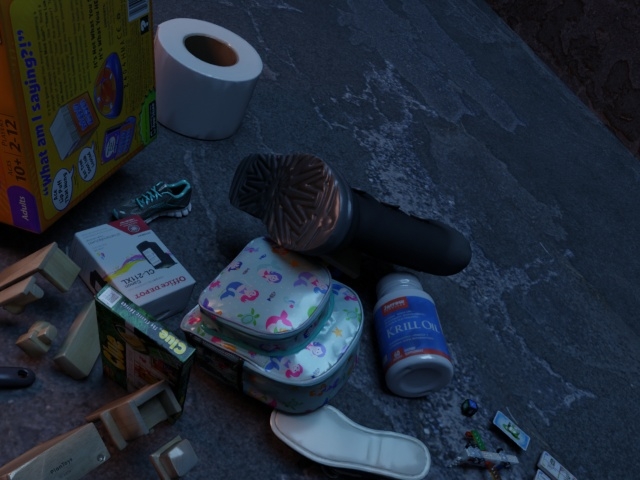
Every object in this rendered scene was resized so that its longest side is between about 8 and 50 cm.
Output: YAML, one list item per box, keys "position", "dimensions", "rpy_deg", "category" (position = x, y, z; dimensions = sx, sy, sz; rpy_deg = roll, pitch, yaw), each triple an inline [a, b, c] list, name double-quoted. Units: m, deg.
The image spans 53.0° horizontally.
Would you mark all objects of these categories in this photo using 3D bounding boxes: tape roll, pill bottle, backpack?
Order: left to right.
- position: [-0.275, -0.373, 1.485]
  dimensions: [0.246, 0.169, 0.246]
  rpy_deg: [17, 40, -15]
  category: "tape roll"
- position: [-0.060, 0.131, 0.998]
  dimensions: [0.253, 0.191, 0.225]
  rpy_deg: [29, 51, 16]
  category: "backpack"
- position: [0.164, 0.168, 1.202]
  dimensions: [0.124, 0.124, 0.222]
  rpy_deg: [13, 41, -20]
  category: "pill bottle"

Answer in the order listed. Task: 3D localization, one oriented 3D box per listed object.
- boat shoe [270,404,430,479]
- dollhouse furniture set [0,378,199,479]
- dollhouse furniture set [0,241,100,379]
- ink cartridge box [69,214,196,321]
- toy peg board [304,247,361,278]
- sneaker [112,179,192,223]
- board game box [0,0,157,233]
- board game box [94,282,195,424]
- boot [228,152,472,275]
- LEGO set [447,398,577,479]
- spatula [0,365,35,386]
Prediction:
- position: [0.041, 0.316, 0.994]
  dimensions: [0.254, 0.079, 0.095]
  rpy_deg: [14, 56, -6]
  category: "boat shoe"
- position: [-0.248, 0.400, 0.751]
  dimensions: [0.303, 0.173, 0.356]
  rpy_deg: [-29, 91, -49]
  category: "dollhouse furniture set"
- position: [-0.418, 0.120, 0.968]
  dimensions: [0.151, 0.123, 0.144]
  rpy_deg: [53, 29, -29]
  category: "dollhouse furniture set"
- position: [-0.313, 0.052, 1.071]
  dimensions: [0.175, 0.072, 0.127]
  rpy_deg: [45, 40, 19]
  category: "ink cartridge box"
- position: [0.000, 0.000, 1.339]
  dimensions: [0.160, 0.079, 0.161]
  rpy_deg: [33, 37, -21]
  category: "toy peg board"
- position: [-0.314, -0.079, 1.212]
  dimensions: [0.166, 0.076, 0.065]
  rpy_deg: [-20, 59, -44]
  category: "sneaker"
- position: [-0.511, -0.290, 1.028]
  dimensions: [0.356, 0.357, 0.356]
  rpy_deg: [16, 37, 10]
  category: "board game box"
- position: [-0.236, 0.162, 0.855]
  dimensions: [0.136, 0.260, 0.030]
  rpy_deg: [36, 56, 8]
  category: "board game box"
- position: [0.101, -0.012, 1.146]
  dimensions: [0.445, 0.146, 0.367]
  rpy_deg: [23, 6, -33]
  category: "boot"
- position: [0.333, 0.397, 1.139]
  dimensions: [0.244, 0.060, 0.182]
  rpy_deg: [41, 28, 12]
  category: "LEGO set"
- position: [-0.528, 0.181, 0.829]
  dimensions: [0.296, 0.030, 0.084]
  rpy_deg: [4, 46, -29]
  category: "spatula"
